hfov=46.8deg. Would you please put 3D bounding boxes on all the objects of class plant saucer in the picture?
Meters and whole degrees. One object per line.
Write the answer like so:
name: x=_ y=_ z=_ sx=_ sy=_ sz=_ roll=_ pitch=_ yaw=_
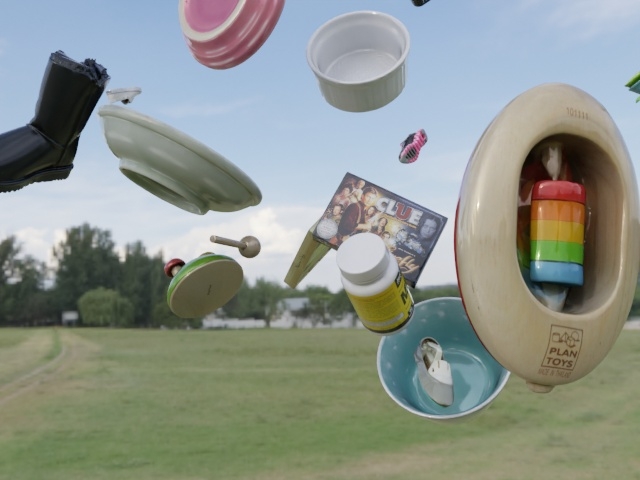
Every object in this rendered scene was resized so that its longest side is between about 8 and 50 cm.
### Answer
plant saucer: x=-0.224 y=-0.575 z=1.749 sx=0.332 sy=0.332 sz=0.084 roll=-6 pitch=-15 yaw=38
plant saucer: x=-0.322 y=-0.147 z=1.608 sx=0.400 sy=0.101 sz=0.400 roll=25 pitch=-11 yaw=5

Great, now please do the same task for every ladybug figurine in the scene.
ladybug figurine: x=0.321 y=-0.004 z=1.097 sx=0.305 sy=0.450 sz=0.162 roll=12 pitch=-9 yaw=-21

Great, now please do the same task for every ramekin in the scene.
ramekin: x=0.107 y=-0.473 z=1.980 sx=0.277 sy=0.277 sz=0.135 roll=-3 pitch=-33 yaw=10

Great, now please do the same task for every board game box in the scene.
board game box: x=0.127 y=-0.025 z=1.576 sx=0.243 sy=0.165 sz=0.042 roll=25 pitch=-15 yaw=12

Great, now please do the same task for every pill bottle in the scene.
pill bottle: x=0.108 y=0.088 z=1.468 sx=0.119 sy=0.119 sz=0.208 roll=-4 pitch=-40 yaw=21

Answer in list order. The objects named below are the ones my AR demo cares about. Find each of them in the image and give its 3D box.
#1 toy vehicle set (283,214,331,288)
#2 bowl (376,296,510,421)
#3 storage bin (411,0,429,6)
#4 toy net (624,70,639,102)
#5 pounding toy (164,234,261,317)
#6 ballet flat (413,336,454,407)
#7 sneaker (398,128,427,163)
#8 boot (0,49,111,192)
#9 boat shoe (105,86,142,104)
toy vehicle set: x=0.000 y=0.000 z=1.811 sx=0.166 sy=0.035 sz=0.267 roll=-46 pitch=-9 yaw=-33
bowl: x=0.301 y=0.306 z=1.738 sx=0.311 sy=0.312 sz=0.163 roll=-4 pitch=-38 yaw=18
storage bin: x=0.312 y=-0.771 z=2.101 sx=0.180 sy=0.122 sz=0.084 roll=-32 pitch=-26 yaw=11
toy net: x=0.643 y=-0.338 z=1.300 sx=0.232 sy=0.045 sz=0.122 roll=-44 pitch=-6 yaw=28
pounding toy: x=-0.264 y=0.056 z=1.670 sx=0.183 sy=0.110 sz=0.237 roll=13 pitch=-58 yaw=-52
ballet flat: x=0.242 y=0.270 z=1.565 sx=0.072 sy=0.068 sz=0.213 roll=17 pitch=18 yaw=-11
sneaker: x=0.214 y=-0.225 z=1.795 sx=0.057 sy=0.047 sz=0.119 roll=-1 pitch=39 yaw=41
boot: x=-0.433 y=-0.187 z=1.116 sx=0.094 sy=0.207 sz=0.246 roll=32 pitch=19 yaw=12
boat shoe: x=-0.414 y=-0.305 z=1.568 sx=0.035 sy=0.035 sz=0.100 roll=-5 pitch=11 yaw=25
